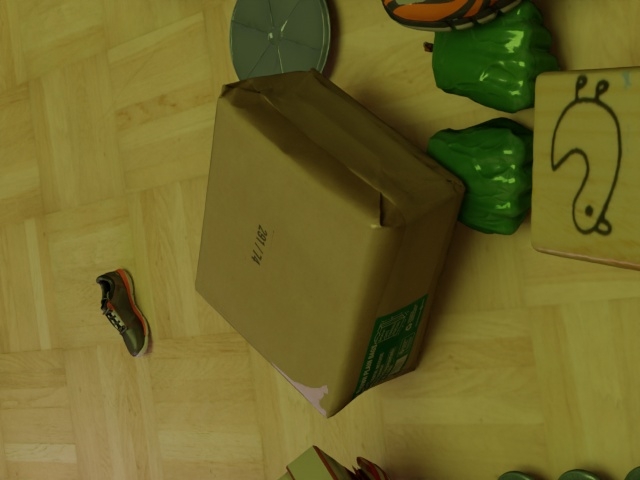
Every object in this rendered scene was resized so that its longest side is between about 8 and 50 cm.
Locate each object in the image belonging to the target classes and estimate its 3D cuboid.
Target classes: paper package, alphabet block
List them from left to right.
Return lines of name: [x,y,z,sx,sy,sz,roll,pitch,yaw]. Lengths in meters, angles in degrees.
paper package: [0.000,0.000,1.346,0.309,0.168,0.324,42,136,32]
alphabet block: [0.339,-0.072,1.031,0.197,0.194,0.192,-168,79,-65]

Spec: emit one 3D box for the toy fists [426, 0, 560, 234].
toy fists: [0.208,-0.145,1.250,0.142,0.096,0.279,18,108,50]

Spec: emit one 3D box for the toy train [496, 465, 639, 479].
toy train: [0.292,0.365,1.200,0.334,0.142,0.190,-14,94,43]

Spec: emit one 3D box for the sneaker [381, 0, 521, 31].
sneaker: [0.198,-0.330,1.109,0.321,0.180,0.124,-18,71,16]

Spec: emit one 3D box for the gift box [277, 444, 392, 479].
gift box: [0.024,0.428,1.337,0.258,0.276,0.255,-40,54,4]

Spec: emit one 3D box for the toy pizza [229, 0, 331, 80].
toy pizza: [-0.054,-0.290,1.514,0.201,0.032,0.201,6,99,43]

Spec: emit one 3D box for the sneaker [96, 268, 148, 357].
sneaker: [-0.342,0.126,1.793,0.061,0.065,0.157,-34,71,39]

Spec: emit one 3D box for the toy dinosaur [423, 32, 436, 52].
toy dinosaur: [0.149,-0.277,1.327,0.090,0.047,0.082,-3,111,32]
